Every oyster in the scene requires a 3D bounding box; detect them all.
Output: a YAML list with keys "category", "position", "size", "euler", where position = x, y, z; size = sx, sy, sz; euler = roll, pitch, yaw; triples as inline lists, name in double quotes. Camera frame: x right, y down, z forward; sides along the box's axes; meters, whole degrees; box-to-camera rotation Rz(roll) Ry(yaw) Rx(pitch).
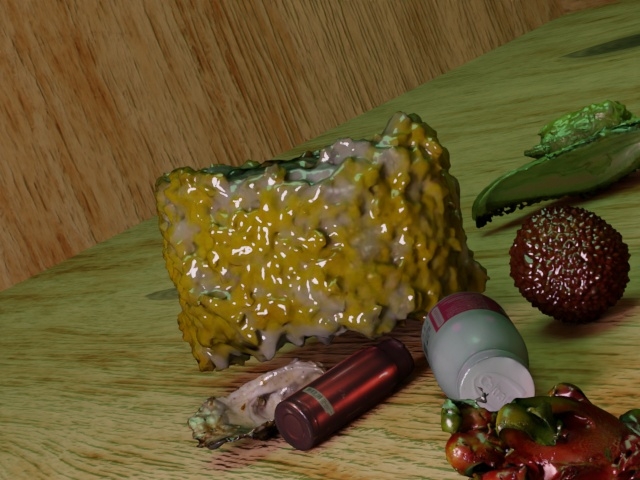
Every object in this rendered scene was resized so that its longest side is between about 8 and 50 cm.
- category: "oyster"
  position: [-0.051, 0.175, 1.725]
  size: [0.177, 0.056, 0.105]
  euler: [-29, 19, -31]

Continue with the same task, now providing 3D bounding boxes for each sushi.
- category: "sushi"
  position: [0.000, 0.000, 1.851]
  size: [0.351, 0.240, 0.396]
  euler: [-12, 2, -6]

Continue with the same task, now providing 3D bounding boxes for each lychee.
- category: "lychee"
  position: [0.254, 0.025, 1.676]
  size: [0.123, 0.123, 0.129]
  euler: [-23, 10, -5]

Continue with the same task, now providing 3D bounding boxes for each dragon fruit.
- category: "dragon fruit"
  position: [0.170, 0.162, 1.227]
  size: [0.138, 0.175, 0.142]
  euler: [-23, 42, 44]

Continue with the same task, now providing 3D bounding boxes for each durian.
- category: "durian"
  position: [0.367, -0.118, 2.209]
  size: [0.375, 0.132, 0.107]
  euler: [-24, 34, 13]

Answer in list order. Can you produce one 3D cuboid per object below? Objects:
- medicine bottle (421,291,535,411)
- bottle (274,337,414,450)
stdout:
- category: "medicine bottle"
  position: [0.148, 0.112, 1.537]
  size: [0.090, 0.090, 0.217]
  euler: [-22, 11, 1]
- category: "bottle"
  position: [0.029, 0.152, 1.677]
  size: [0.164, 0.060, 0.060]
  euler: [-30, 13, -37]
